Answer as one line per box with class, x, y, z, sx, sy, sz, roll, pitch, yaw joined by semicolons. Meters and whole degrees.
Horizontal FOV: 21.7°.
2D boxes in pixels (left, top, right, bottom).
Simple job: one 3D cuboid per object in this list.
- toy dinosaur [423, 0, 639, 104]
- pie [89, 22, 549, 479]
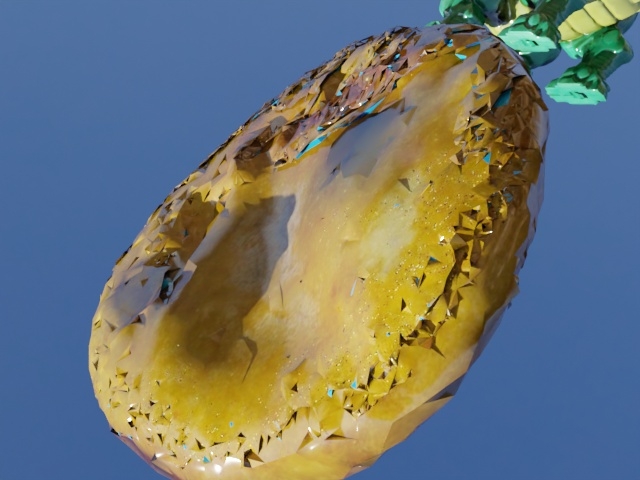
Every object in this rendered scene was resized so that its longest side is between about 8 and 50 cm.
toy dinosaur;0.153;-0.147;0.962;0.259;0.094;0.153;6;-115;48
pie;0.000;0.001;0.769;0.069;0.273;0.273;40;-149;-34
